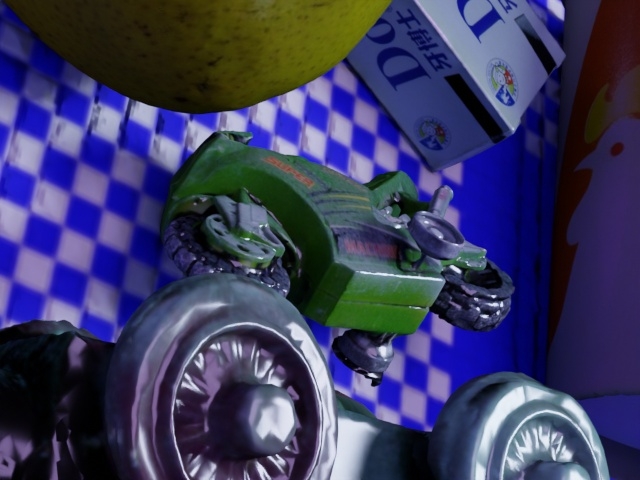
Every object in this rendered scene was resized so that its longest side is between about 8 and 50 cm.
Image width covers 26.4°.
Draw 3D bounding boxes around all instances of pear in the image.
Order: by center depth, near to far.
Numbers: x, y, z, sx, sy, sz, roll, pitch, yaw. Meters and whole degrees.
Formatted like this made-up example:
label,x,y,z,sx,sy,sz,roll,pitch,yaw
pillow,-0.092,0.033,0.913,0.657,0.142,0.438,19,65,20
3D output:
label,x,y,z,sx,sy,sz,roll,pitch,yaw
pear,-0.047,-0.152,0.528,0.198,0.198,0.198,20,59,-36

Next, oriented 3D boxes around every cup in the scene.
label,x,y,z,sx,sy,sz,roll,pitch,yaw
cup,0.204,-0.024,0.719,0.203,0.203,0.288,30,60,-30

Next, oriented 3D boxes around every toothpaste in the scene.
label,x,y,z,sx,sy,sz,roll,pitch,yaw
toothpaste,-0.008,-0.191,0.670,0.336,0.067,0.081,50,48,-14

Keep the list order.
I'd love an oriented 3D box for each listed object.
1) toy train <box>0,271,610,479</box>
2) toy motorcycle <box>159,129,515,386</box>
label,x,y,z,sx,sy,sz,roll,pitch,yaw
toy train,-0.017,0.141,0.463,0.304,0.150,0.221,20,67,-39
toy motorcycle,0.000,0.000,0.579,0.190,0.074,0.106,7,30,-45
